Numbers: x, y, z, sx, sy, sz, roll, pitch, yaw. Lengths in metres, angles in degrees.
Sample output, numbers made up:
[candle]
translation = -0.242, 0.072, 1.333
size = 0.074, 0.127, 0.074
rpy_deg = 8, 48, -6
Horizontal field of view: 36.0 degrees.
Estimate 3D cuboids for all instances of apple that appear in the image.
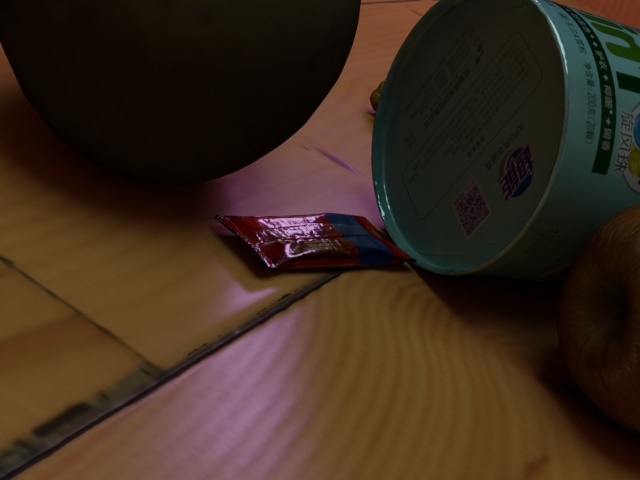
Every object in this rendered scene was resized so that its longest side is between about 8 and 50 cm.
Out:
[apple]
translation = 0.312, 0.069, 0.845
size = 0.187, 0.211, 0.211
rpy_deg = 8, 29, -18

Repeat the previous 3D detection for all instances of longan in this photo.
[longan]
translation = -0.127, -0.219, 0.914
size = 0.360, 0.361, 0.361
rpy_deg = 20, 25, -10

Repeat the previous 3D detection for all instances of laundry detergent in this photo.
[laundry detergent]
translation = 0.256, -0.093, 1.026
size = 0.305, 0.287, 0.287
rpy_deg = 6, 30, -32

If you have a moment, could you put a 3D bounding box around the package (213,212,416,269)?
[package]
translation = 0.000, 0.000, 0.925
size = 0.200, 0.022, 0.083
rpy_deg = 0, 35, -44

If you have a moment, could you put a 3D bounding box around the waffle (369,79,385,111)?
[waffle]
translation = 0.168, -0.163, 1.363
size = 0.210, 0.055, 0.160
rpy_deg = 24, 25, 2
